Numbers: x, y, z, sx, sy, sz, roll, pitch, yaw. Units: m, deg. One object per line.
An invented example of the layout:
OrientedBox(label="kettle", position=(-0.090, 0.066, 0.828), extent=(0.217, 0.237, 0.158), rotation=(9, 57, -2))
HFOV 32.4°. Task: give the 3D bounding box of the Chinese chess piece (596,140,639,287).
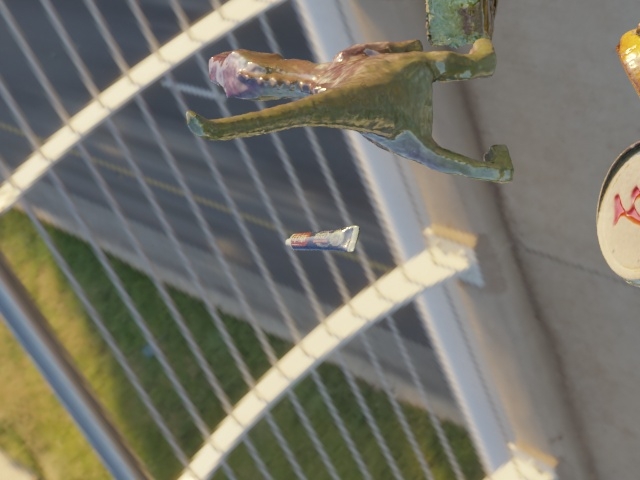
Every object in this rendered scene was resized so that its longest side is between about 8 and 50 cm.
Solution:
OrientedBox(label="Chinese chess piece", position=(0.550, -0.043, 1.764), extent=(0.249, 0.103, 0.250), rotation=(-173, 90, -66))

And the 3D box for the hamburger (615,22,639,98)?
OrientedBox(label="hamburger", position=(0.437, -0.182, 1.304), extent=(0.118, 0.191, 0.182), rotation=(-29, 128, 27))

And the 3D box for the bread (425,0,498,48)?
OrientedBox(label="bread", position=(0.138, -0.255, 1.088), extent=(0.069, 0.128, 0.140), rotation=(5, 139, 12))

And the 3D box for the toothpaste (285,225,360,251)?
OrientedBox(label="toothpaste", position=(0.000, 0.000, 1.465), extent=(0.021, 0.037, 0.140), rotation=(29, 159, -37))

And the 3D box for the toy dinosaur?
OrientedBox(label="toy dinosaur", position=(0.018, -0.077, 0.651), extent=(0.251, 0.199, 0.072), rotation=(-104, 19, -63))
